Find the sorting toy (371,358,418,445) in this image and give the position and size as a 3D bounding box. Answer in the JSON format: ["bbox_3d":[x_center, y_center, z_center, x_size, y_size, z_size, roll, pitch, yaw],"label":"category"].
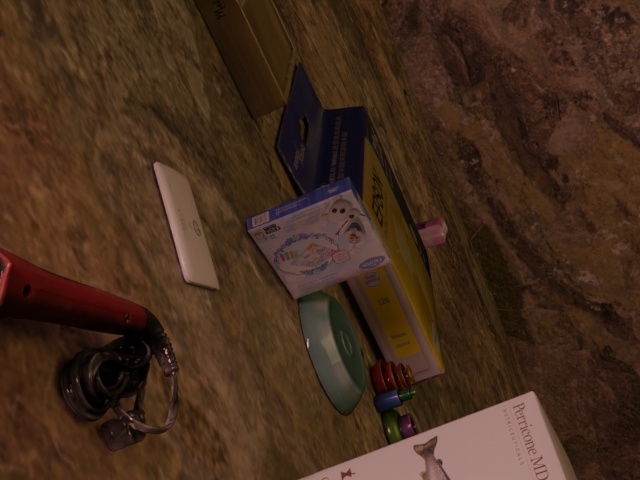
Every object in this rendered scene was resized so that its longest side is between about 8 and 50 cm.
[{"bbox_3d":[0.082,0.164,1.027,0.061,0.042,0.102,43,29,-64],"label":"sorting toy"}]

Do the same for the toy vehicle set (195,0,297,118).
[{"bbox_3d":[-0.096,-0.265,0.965,0.166,0.035,0.267,-85,151,-63],"label":"toy vehicle set"}]

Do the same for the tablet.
[{"bbox_3d":[-0.087,-0.009,0.668,0.054,0.006,0.083,29,42,-71],"label":"tablet"}]

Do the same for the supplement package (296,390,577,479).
[{"bbox_3d":[0.077,0.190,0.633,0.105,0.179,0.105,-101,164,-49],"label":"supplement package"}]

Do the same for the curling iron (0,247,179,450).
[{"bbox_3d":[-0.124,0.027,0.387,0.274,0.035,0.068,45,27,-62],"label":"curling iron"}]

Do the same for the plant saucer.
[{"bbox_3d":[0.015,0.094,0.900,0.119,0.021,0.119,-21,90,-77],"label":"plant saucer"}]

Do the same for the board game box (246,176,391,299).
[{"bbox_3d":[0.000,0.000,0.826,0.020,0.090,0.090,-98,163,-48],"label":"board game box"}]

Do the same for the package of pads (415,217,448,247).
[{"bbox_3d":[0.135,-0.005,1.424,0.050,0.083,0.032,-49,123,-72],"label":"package of pads"}]

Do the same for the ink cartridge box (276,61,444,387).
[{"bbox_3d":[0.053,-0.038,1.172,0.303,0.072,0.307,-83,152,-63],"label":"ink cartridge box"}]
